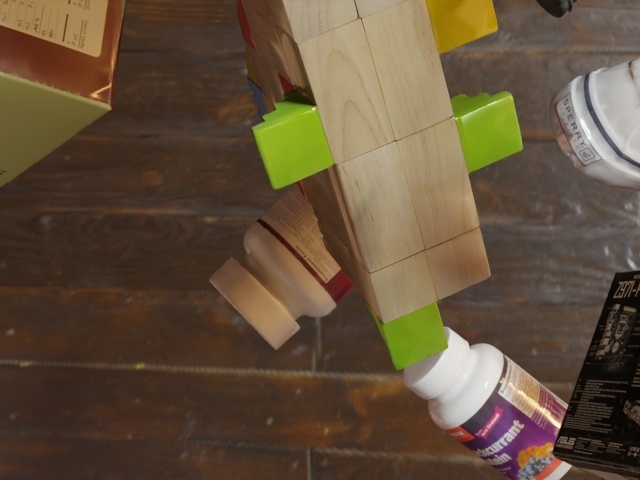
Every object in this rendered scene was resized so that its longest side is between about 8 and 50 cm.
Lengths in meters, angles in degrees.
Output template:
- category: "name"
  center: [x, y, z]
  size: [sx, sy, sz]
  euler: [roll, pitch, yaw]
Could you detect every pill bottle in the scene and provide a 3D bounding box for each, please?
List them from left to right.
- category: "pill bottle"
  center: [0.000, 0.000, 1.131]
  size: [0.221, 0.121, 0.121]
  euler: [-44, 92, -6]
- category: "pill bottle"
  center: [0.188, 0.182, 1.226]
  size: [0.193, 0.108, 0.108]
  euler: [38, 108, -13]

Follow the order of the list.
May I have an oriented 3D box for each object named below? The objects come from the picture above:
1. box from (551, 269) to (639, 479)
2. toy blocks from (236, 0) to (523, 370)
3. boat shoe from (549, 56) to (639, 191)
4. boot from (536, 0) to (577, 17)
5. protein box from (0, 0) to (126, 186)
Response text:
- category: "box"
  center: [0.249, 0.096, 0.727]
  size: [0.077, 0.180, 0.147]
  euler: [25, 77, -14]
- category: "toy blocks"
  center: [0.013, -0.123, 0.908]
  size: [0.190, 0.261, 0.381]
  euler: [-23, 119, -9]
- category: "boat shoe"
  center: [0.217, -0.059, 0.614]
  size: [0.076, 0.226, 0.083]
  euler: [-29, 74, 38]
- category: "boot"
  center: [0.295, -0.402, 1.234]
  size: [0.207, 0.094, 0.246]
  euler: [-29, 104, -2]
- category: "protein box"
  center: [-0.226, -0.128, 0.556]
  size: [0.201, 0.200, 0.136]
  euler: [15, 71, -31]
